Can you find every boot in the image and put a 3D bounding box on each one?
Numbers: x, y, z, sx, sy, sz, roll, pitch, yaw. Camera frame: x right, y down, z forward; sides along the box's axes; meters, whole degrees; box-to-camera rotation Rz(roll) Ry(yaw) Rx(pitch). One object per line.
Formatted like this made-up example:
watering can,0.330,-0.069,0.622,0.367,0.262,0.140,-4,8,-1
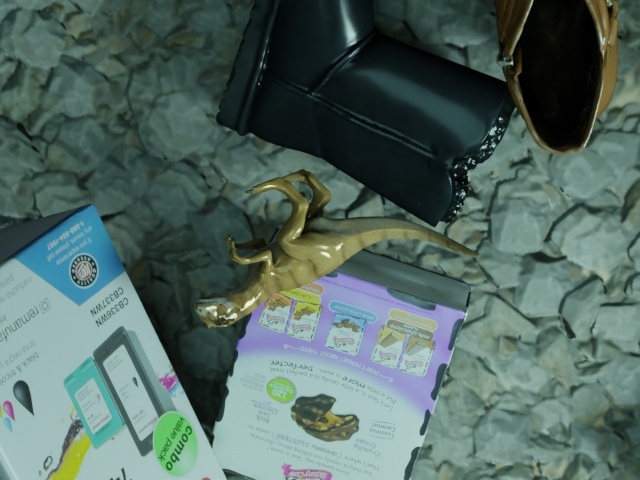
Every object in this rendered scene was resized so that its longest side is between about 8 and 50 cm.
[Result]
boot,0.053,-0.147,1.386,0.207,0.094,0.246,23,117,5
boot,0.146,-0.205,1.286,0.109,0.220,0.284,-3,108,10

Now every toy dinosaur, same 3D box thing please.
toy dinosaur,0.000,0.000,1.415,0.211,0.064,0.112,-23,89,2

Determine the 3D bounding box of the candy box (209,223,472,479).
candy box,0.013,0.108,1.494,0.164,0.070,0.196,18,110,3

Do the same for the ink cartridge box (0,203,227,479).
ink cartridge box,-0.239,0.147,1.451,0.197,0.198,0.270,-14,108,38
